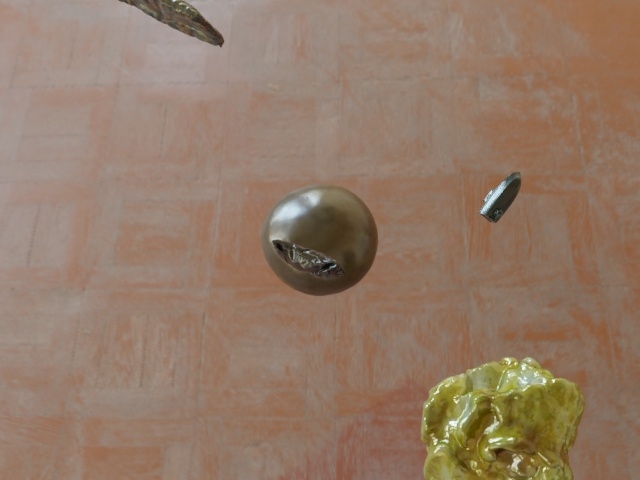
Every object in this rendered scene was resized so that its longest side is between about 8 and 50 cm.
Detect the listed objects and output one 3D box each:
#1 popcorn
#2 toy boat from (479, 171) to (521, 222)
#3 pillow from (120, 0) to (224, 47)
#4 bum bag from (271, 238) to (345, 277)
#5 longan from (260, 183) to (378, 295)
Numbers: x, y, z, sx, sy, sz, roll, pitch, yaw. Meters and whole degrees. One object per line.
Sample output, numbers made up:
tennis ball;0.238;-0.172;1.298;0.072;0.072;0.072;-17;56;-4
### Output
popcorn;0.388;0.420;1.684;0.334;0.292;0.293;6;28;35
toy boat;0.452;-0.112;1.923;0.141;0.055;0.060;-54;35;4
pillow;-0.304;-0.434;1.429;0.256;0.189;0.034;26;89;7
bum bag;-0.019;0.030;1.205;0.124;0.058;0.034;23;66;20
longan;-0.001;-0.004;1.898;0.297;0.297;0.297;-2;63;3
